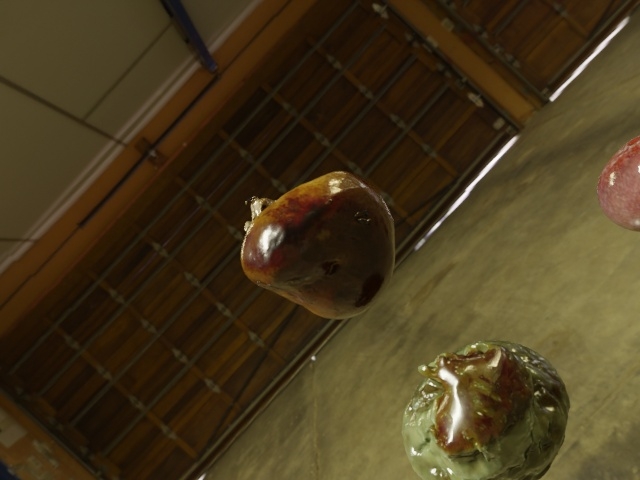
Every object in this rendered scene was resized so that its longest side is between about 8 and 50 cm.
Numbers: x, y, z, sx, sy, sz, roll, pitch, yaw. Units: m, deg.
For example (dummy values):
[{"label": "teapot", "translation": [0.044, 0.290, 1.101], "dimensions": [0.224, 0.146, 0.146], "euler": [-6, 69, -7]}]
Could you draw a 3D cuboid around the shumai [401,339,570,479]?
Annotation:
[{"label": "shumai", "translation": [0.327, 0.362, 1.059], "dimensions": [0.397, 0.324, 0.323], "euler": [-41, -37, 3]}]

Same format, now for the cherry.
[{"label": "cherry", "translation": [0.740, -0.131, 1.092], "dimensions": [0.236, 0.213, 0.285], "euler": [-53, -20, -15]}]

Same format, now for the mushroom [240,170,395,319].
[{"label": "mushroom", "translation": [0.000, 0.000, 1.101], "dimensions": [0.345, 0.345, 0.259], "euler": [-47, 26, 4]}]
